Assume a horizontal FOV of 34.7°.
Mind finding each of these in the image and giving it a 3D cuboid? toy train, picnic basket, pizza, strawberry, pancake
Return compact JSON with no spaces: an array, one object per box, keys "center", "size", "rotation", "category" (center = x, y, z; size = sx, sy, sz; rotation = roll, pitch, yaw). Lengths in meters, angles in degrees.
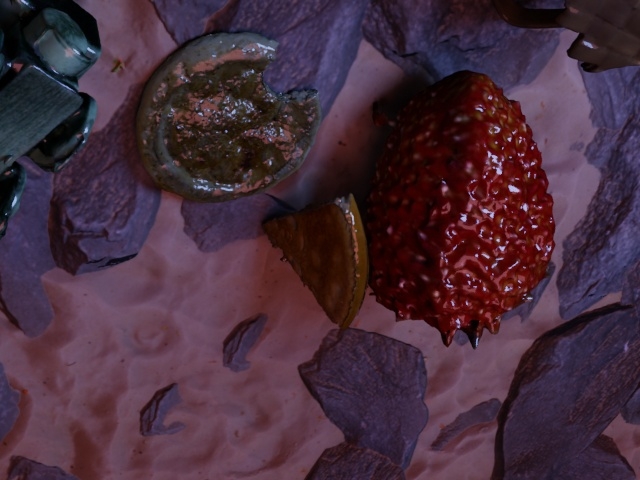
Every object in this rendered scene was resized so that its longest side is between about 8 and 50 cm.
[{"center":[-0.358,-0.146,1.095],"size":[0.299,0.238,0.167],"rotation":[-39,130,17],"category":"toy train"},{"center":[0.320,-0.345,1.151],"size":[0.321,0.291,0.254],"rotation":[7,146,34],"category":"picnic basket"},{"center":[0.000,0.000,1.386],"size":[0.053,0.193,0.201],"rotation":[-25,136,-36],"category":"pizza"},{"center":[0.166,-0.055,1.365],"size":[0.292,0.292,0.344],"rotation":[-15,107,-7],"category":"strawberry"},{"center":[-0.119,-0.145,1.310],"size":[0.253,0.037,0.254],"rotation":[-10,130,-12],"category":"pancake"}]
